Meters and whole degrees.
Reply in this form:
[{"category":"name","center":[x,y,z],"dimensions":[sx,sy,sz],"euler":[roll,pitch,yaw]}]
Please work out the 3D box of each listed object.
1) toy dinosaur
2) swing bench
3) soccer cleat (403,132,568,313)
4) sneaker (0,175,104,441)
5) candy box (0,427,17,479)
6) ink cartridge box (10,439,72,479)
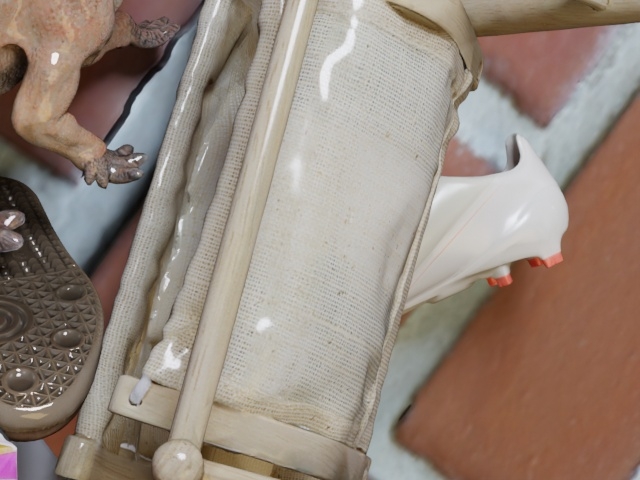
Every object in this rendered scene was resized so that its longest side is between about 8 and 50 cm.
[{"category":"toy dinosaur","center":[-0.162,-0.108,0.785],"dimensions":[0.295,0.127,0.200],"euler":[-32,124,-9]},{"category":"swing bench","center":[0.000,0.000,0.816],"dimensions":[0.165,0.254,0.253],"euler":[19,78,-18]},{"category":"soccer cleat","center":[0.037,0.008,0.992],"dimensions":[0.196,0.068,0.076],"euler":[-23,92,-13]},{"category":"sneaker","center":[-0.132,0.042,0.826],"dimensions":[0.066,0.188,0.071],"euler":[-5,121,-12]},{"category":"candy box","center":[-0.233,0.073,0.752],"dimensions":[0.159,0.233,0.071],"euler":[-7,115,-28]},{"category":"ink cartridge box","center":[-0.189,0.250,0.879],"dimensions":[0.197,0.198,0.270],"euler":[-14,117,-23]}]
